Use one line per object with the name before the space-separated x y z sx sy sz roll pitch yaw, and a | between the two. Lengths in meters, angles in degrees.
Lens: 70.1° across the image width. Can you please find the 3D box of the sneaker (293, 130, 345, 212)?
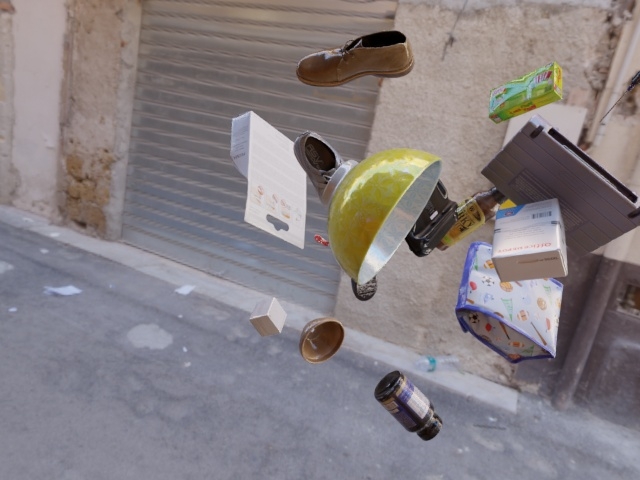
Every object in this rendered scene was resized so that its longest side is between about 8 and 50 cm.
sneaker | 0.029 -0.136 1.072 0.281 0.105 0.115 49 -2 0

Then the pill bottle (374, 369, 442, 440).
pill bottle | 0.289 0.540 1.483 0.219 0.123 0.123 46 12 -6

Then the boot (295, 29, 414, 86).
boot | 0.073 -0.461 1.133 0.305 0.112 0.115 -2 -12 17

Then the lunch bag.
lunch bag | 0.681 0.225 1.718 0.385 0.328 0.239 33 -35 -14

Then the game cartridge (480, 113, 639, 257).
game cartridge | 0.609 -0.130 1.165 0.355 0.068 0.230 43 -25 7

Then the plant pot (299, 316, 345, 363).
plant pot | -0.011 0.449 2.139 0.237 0.237 0.109 2 20 -35

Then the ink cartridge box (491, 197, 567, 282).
ink cartridge box | 0.503 0.000 1.099 0.148 0.086 0.203 -11 33 33

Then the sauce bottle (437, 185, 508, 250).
sauce bottle | 0.528 -0.098 1.581 0.111 0.344 0.111 33 33 -25

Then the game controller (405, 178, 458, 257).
game controller | 0.301 -0.078 1.290 0.166 0.067 0.319 53 40 1

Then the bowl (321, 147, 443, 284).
bowl | 0.096 -0.071 0.903 0.156 0.289 0.289 34 20 17

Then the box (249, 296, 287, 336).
box | -0.196 0.289 1.719 0.087 0.102 0.101 -19 29 25

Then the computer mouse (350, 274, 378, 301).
computer mouse | 0.196 0.131 2.007 0.188 0.272 0.072 -3 15 -24

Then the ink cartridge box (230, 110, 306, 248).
ink cartridge box | -0.168 -0.186 1.514 0.091 0.385 0.308 -12 -24 31

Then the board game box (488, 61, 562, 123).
board game box | 0.542 -0.389 1.215 0.043 0.092 0.181 24 -23 -33

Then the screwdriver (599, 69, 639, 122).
screwdriver | 0.814 -0.388 1.221 0.025 0.170 0.024 10 38 -20

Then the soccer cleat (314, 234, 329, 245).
soccer cleat | 0.000 0.000 1.822 0.083 0.029 0.035 29 -9 -39
